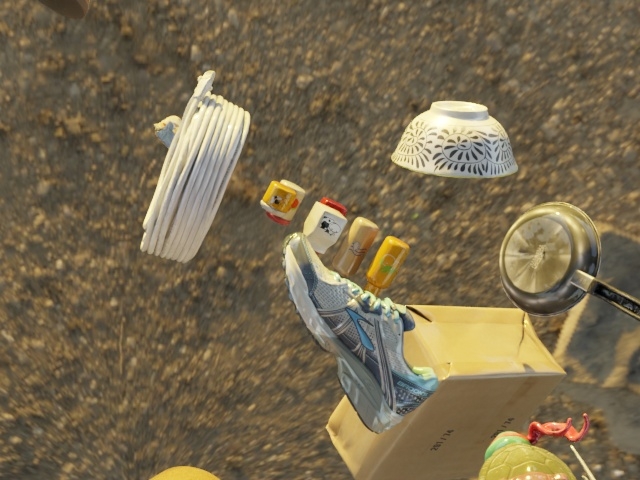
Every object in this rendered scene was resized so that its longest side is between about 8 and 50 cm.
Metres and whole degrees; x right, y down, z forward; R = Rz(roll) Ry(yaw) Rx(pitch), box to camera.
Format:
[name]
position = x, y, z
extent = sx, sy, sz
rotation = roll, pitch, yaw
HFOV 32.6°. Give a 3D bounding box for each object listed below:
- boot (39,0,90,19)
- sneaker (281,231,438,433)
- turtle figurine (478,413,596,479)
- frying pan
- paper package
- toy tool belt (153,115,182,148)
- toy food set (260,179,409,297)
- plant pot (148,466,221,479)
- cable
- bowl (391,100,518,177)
[boot]
position = -0.351, -0.388, 1.233
extent = 0.305, 0.112, 0.115
rotation = 49, 63, -20
[sneaker]
position = 0.051, 0.101, 1.410
extent = 0.122, 0.110, 0.283
rotation = -31, 98, 7
[turtle figurine]
position = 0.157, 0.221, 0.823
extent = 0.175, 0.234, 0.118
rotation = -15, 119, 8
[frying pan]
position = 0.402, 0.075, 1.805
extent = 0.053, 0.197, 0.326
rotation = 17, 35, -44
[paper package]
position = 0.225, 0.285, 1.993
extent = 0.309, 0.325, 0.168
rotation = 3, 42, -33
[toy tool belt]
position = -0.237, -0.165, 1.805
extent = 0.083, 0.051, 0.052
rotation = 44, 112, -2
[toy food set]
position = 0.000, 0.000, 1.572
extent = 0.232, 0.111, 0.105
rotation = 24, 101, -26
[plant pot]
position = -0.188, 0.389, 1.268
extent = 0.237, 0.237, 0.254
rotation = 32, 31, 0
[cable]
position = -0.188, -0.091, 1.615
extent = 0.089, 0.257, 0.257
rotation = 20, 61, -11
[bowl]
position = 0.183, -0.141, 1.463
extent = 0.170, 0.170, 0.080
rotation = 1, 108, -9
